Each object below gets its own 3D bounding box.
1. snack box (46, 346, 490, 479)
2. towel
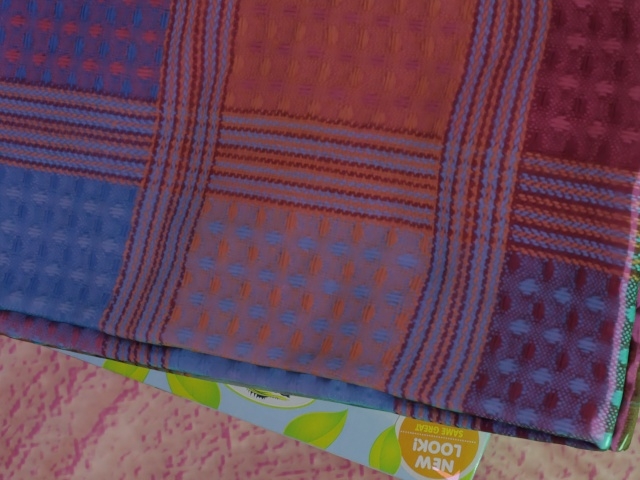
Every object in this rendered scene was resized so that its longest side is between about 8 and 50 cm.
[{"bbox_3d":[0.000,0.000,0.880,0.207,0.070,0.175,21,99,1],"label":"snack box"},{"bbox_3d":[-0.023,-0.076,0.776,0.370,0.040,0.272,9,91,36],"label":"towel"}]
